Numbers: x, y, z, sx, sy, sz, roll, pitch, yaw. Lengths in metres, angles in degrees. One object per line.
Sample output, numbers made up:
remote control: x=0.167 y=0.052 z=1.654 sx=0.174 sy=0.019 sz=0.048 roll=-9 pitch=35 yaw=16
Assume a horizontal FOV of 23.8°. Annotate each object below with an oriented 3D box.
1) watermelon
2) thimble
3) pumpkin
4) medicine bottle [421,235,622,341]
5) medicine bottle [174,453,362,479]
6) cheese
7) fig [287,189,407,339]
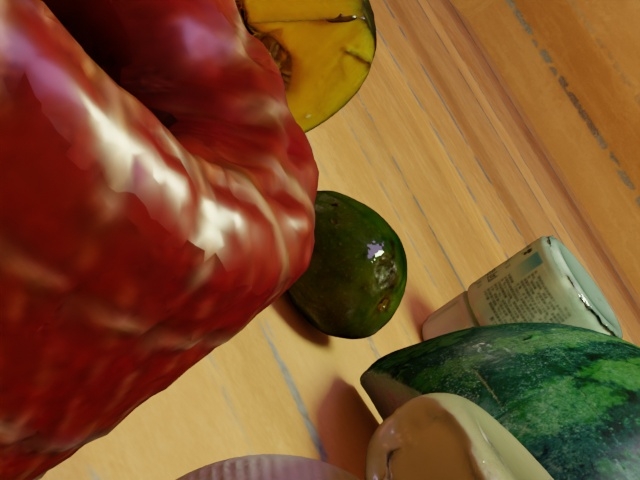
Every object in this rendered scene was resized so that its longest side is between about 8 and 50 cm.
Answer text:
watermelon: x=0.223 y=0.168 z=1.159 sx=0.292 sy=0.222 sz=0.319 roll=60 pitch=-17 yaw=-2
thimble: x=-0.176 y=-0.068 z=0.635 sx=0.350 sy=0.230 sz=0.350 roll=51 pitch=15 yaw=-19
pumpkin: x=-0.077 y=-0.203 z=1.300 sx=0.280 sy=0.190 sz=0.139 roll=35 pitch=25 yaw=-49
medicine bottle: x=0.205 y=0.091 z=1.558 sx=0.135 sy=0.168 sz=0.135 roll=48 pitch=15 yaw=-18
medicine bottle: x=-0.018 y=0.218 z=0.609 sx=0.165 sy=0.165 sz=0.273 roll=48 pitch=14 yaw=-22
cheese: x=0.105 y=0.157 z=0.722 sx=0.227 sy=0.064 sz=0.137 roll=44 pitch=14 yaw=-41
fig: x=0.000 y=0.000 z=1.283 sx=0.177 sy=0.117 sz=0.117 roll=52 pitch=11 yaw=32
